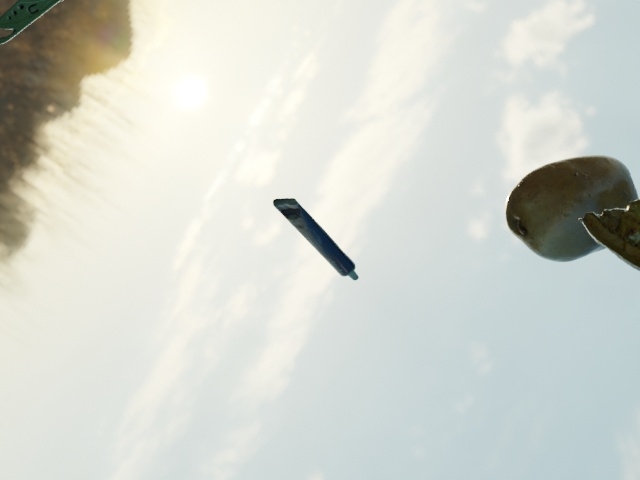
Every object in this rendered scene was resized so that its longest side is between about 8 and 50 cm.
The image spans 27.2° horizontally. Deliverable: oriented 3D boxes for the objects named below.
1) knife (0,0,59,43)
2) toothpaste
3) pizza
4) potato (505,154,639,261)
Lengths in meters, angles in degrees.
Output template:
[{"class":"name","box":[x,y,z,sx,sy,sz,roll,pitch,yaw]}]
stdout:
[{"class":"knife","box":[-0.246,-0.253,1.277,0.207,0.030,0.014,-35,-168,15]},{"class":"toothpaste","box":[0.000,0.000,1.424,0.037,0.140,0.021,-4,-130,44]},{"class":"pizza","box":[0.275,-0.015,1.040,0.108,0.123,0.026,-45,149,-31]},{"class":"potato","box":[0.302,-0.038,1.575,0.118,0.178,0.109,69,-25,16]}]
